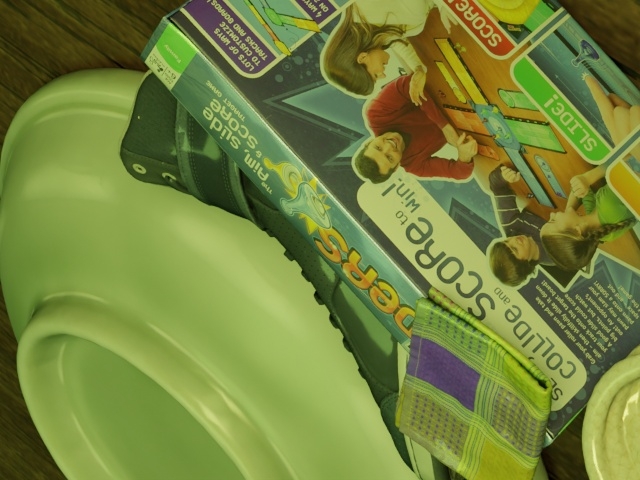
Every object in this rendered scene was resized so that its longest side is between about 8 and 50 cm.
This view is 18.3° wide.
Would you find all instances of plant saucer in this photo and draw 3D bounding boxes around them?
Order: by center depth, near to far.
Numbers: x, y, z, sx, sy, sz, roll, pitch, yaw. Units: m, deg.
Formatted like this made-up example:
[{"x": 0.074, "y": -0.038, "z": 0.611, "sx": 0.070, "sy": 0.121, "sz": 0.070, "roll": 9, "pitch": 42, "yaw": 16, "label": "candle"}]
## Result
[{"x": -0.057, "y": 0.099, "z": 1.070, "sx": 0.400, "sy": 0.100, "sz": 0.400, "roll": 33, "pitch": 146, "yaw": 25, "label": "plant saucer"}]

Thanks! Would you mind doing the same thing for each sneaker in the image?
[{"x": 0.001, "y": -0.002, "z": 0.876, "sx": 0.163, "sy": 0.086, "sz": 0.226, "roll": 13, "pitch": 127, "yaw": 33, "label": "sneaker"}]

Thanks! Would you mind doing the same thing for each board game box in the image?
[{"x": 0.050, "y": -0.036, "z": 0.732, "sx": 0.201, "sy": 0.136, "sz": 0.035, "roll": 48, "pitch": 150, "yaw": 2, "label": "board game box"}]

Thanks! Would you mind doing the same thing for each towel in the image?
[{"x": 0.052, "y": 0.057, "z": 0.690, "sx": 0.060, "sy": 0.009, "sz": 0.083, "roll": 38, "pitch": 149, "yaw": 20, "label": "towel"}]

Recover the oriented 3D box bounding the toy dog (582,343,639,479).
[{"x": 0.244, "y": 0.156, "z": 0.655, "sx": 0.333, "sy": 0.161, "sz": 0.220, "roll": 17, "pitch": 103, "yaw": 42, "label": "toy dog"}]
